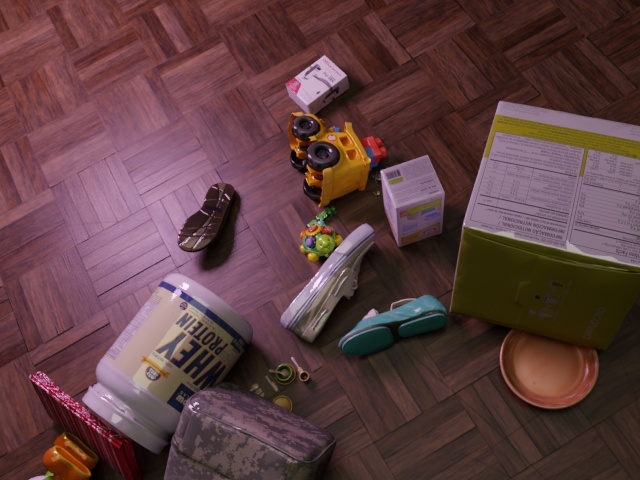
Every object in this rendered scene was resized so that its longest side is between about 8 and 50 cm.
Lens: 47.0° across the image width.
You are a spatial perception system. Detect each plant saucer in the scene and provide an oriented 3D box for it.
[{"bbox_3d":[0.477,0.258,1.546,0.199,0.037,0.200,-4,65,8],"label":"plant saucer"}]

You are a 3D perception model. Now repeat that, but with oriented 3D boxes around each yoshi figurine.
[{"bbox_3d":[-0.635,0.556,1.503,0.362,0.203,0.203,-52,47,-3],"label":"yoshi figurine"}]

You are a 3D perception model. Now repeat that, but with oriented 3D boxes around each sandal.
[{"bbox_3d":[-0.274,-0.050,1.805,0.089,0.060,0.219,15,54,9],"label":"sandal"}]

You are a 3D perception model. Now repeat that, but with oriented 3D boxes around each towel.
[{"bbox_3d":[-0.490,0.398,1.551,0.274,0.199,0.031,30,54,20],"label":"towel"}]

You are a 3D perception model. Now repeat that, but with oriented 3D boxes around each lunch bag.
[{"bbox_3d":[-0.154,0.458,1.457,0.305,0.212,0.256,22,97,17],"label":"lunch bag"}]

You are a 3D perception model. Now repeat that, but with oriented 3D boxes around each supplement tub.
[{"bbox_3d":[-0.322,0.258,1.564,0.235,0.235,0.325,29,73,20],"label":"supplement tub"}]

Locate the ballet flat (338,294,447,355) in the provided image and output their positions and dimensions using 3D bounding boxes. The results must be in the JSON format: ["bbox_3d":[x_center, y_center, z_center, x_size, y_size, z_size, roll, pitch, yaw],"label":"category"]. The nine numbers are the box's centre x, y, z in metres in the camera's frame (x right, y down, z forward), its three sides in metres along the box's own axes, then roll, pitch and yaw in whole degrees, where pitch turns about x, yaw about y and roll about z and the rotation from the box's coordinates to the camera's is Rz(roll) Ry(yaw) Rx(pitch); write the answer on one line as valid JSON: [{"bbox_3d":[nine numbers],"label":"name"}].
[{"bbox_3d":[0.154,0.182,1.620,0.247,0.083,0.087,-18,39,0],"label":"ballet flat"}]

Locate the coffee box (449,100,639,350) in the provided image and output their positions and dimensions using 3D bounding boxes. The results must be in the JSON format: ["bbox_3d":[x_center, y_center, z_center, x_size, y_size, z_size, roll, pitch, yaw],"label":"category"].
[{"bbox_3d":[0.471,-0.024,1.491,0.338,0.338,0.335,14,59,14],"label":"coffee box"}]

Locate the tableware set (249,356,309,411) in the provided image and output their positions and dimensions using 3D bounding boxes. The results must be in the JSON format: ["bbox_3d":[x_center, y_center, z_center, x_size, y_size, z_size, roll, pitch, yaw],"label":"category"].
[{"bbox_3d":[-0.092,0.332,1.610,0.154,0.024,0.104,-36,65,-9],"label":"tableware set"}]

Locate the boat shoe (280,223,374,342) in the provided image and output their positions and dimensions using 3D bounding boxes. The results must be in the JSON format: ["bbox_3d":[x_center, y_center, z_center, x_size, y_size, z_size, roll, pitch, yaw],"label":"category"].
[{"bbox_3d":[0.035,0.097,1.669,0.094,0.109,0.302,39,84,6],"label":"boat shoe"}]

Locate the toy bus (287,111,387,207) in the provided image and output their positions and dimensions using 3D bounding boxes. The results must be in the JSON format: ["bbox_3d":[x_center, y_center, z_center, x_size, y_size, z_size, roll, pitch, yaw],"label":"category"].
[{"bbox_3d":[0.043,-0.218,1.791,0.211,0.149,0.220,-18,60,-14],"label":"toy bus"}]

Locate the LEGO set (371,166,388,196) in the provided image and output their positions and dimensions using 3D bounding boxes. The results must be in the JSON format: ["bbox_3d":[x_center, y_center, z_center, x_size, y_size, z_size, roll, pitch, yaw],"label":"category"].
[{"bbox_3d":[0.150,-0.148,1.796,0.054,0.023,0.083,-2,65,8],"label":"LEGO set"}]

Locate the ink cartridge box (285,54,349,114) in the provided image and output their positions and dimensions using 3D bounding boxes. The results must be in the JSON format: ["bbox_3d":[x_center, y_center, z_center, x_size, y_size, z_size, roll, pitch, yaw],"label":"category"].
[{"bbox_3d":[-0.007,-0.404,1.924,0.135,0.056,0.099,-39,64,-9],"label":"ink cartridge box"}]

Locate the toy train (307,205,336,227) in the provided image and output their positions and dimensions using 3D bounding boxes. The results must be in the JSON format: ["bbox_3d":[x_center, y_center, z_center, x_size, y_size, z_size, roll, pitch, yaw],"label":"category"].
[{"bbox_3d":[0.004,-0.055,1.781,0.083,0.017,0.023,-41,55,-11],"label":"toy train"}]

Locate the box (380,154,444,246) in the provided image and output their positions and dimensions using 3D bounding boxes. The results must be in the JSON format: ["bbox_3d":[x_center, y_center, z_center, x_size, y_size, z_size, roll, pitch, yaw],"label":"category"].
[{"bbox_3d":[0.208,-0.084,1.657,0.114,0.203,0.103,-18,64,-2],"label":"box"}]

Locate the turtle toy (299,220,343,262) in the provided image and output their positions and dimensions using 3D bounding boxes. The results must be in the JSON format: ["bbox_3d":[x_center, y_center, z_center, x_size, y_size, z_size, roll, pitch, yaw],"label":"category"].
[{"bbox_3d":[0.000,0.000,1.707,0.095,0.066,0.130,-33,32,-7],"label":"turtle toy"}]
